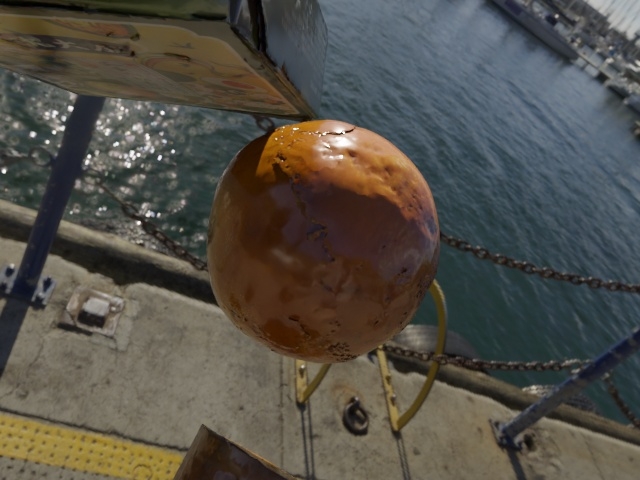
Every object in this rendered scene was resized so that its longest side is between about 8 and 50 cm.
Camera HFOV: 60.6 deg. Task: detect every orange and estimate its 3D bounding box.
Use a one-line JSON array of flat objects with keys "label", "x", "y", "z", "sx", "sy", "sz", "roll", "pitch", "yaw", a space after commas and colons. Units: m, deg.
[{"label": "orange", "x": 0.000, "y": 0.000, "z": 0.545, "sx": 0.240, "sy": 0.240, "sz": 0.240, "roll": 25, "pitch": 34, "yaw": -18}]

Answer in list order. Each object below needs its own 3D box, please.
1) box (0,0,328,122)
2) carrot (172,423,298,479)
[{"label": "box", "x": -0.201, "y": -0.243, "z": 0.583, "sx": 0.374, "sy": 0.138, "sz": 0.420, "roll": 9, "pitch": 5, "yaw": 7}, {"label": "carrot", "x": -0.100, "y": 0.332, "z": 0.516, "sx": 0.196, "sy": 0.196, "sz": 0.254, "roll": 35, "pitch": 66, "yaw": -3}]
